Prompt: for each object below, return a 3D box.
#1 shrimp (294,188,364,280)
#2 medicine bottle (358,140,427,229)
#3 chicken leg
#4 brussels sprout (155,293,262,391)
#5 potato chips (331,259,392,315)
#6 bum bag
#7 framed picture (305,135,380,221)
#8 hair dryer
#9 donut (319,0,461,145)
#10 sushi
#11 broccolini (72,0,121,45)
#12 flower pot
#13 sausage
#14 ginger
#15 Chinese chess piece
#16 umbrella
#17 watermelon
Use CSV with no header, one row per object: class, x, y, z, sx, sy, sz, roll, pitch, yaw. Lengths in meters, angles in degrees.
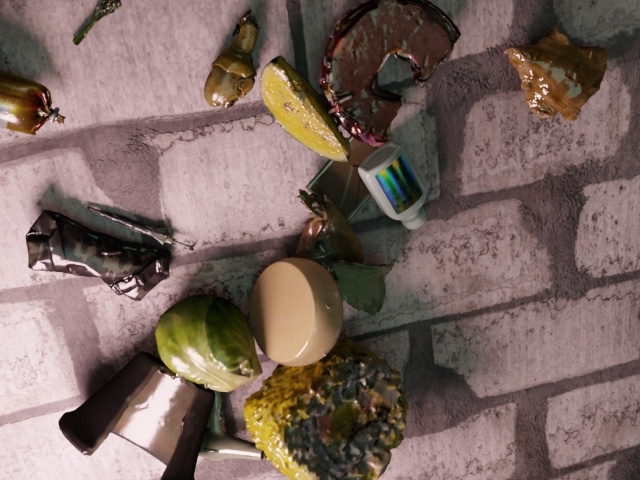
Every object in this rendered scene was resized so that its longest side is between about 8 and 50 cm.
shrimp,0.000,0.000,1.797,0.168,0.077,0.317,-32,122,1
medicine bottle,0.193,-0.125,1.775,0.121,0.083,0.229,-40,125,-7
chicken leg,-0.182,-0.395,1.592,0.103,0.088,0.228,27,98,-12
brussels sprout,-0.268,0.257,1.756,0.210,0.219,0.271,-42,87,4
potato chips,0.112,0.113,1.848,0.167,0.059,0.228,-17,140,-11
bum bag,-0.522,0.043,1.684,0.340,0.095,0.144,20,99,-26
framed picture,0.082,-0.163,1.782,0.150,0.015,0.203,37,99,-24
hair dryer,-0.237,0.509,1.922,0.219,0.088,0.225,25,103,10
donut,0.127,-0.405,1.625,0.259,0.136,0.345,28,102,-22
sushi,0.031,0.454,1.844,0.396,0.240,0.351,-44,110,-27
broccolini,-0.475,-0.469,1.522,0.140,0.030,0.035,-45,151,13
flower pot,-0.418,0.432,1.775,0.379,0.379,0.251,32,81,-23
sausage,-0.694,-0.306,1.488,0.317,0.117,0.125,14,86,-21
ginger,0.554,-0.409,1.736,0.270,0.123,0.219,14,105,-8
Chinese chess piece,-0.062,0.176,1.753,0.102,0.273,0.273,5,113,-43
umbrella,-0.422,-0.031,1.705,0.269,0.044,0.044,24,75,-22
watermelon,-0.037,-0.297,1.633,0.123,0.129,0.301,-43,118,-1
